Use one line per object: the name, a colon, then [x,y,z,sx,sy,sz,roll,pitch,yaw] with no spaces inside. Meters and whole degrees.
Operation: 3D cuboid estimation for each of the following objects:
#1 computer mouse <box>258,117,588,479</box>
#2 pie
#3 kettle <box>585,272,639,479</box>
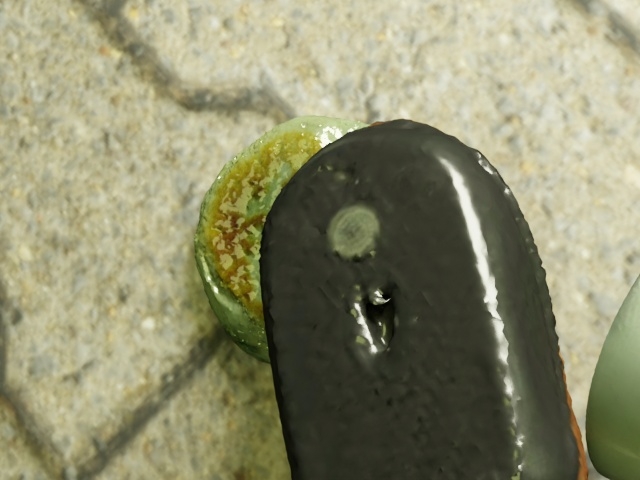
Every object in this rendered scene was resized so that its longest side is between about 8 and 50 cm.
computer mouse: [0.060,0.078,0.937,0.183,0.116,0.323,-24,60,27]
pie: [0.000,0.000,1.065,0.187,0.041,0.186,-4,76,17]
kettle: [0.298,0.128,0.863,0.255,0.165,0.240,22,130,33]
